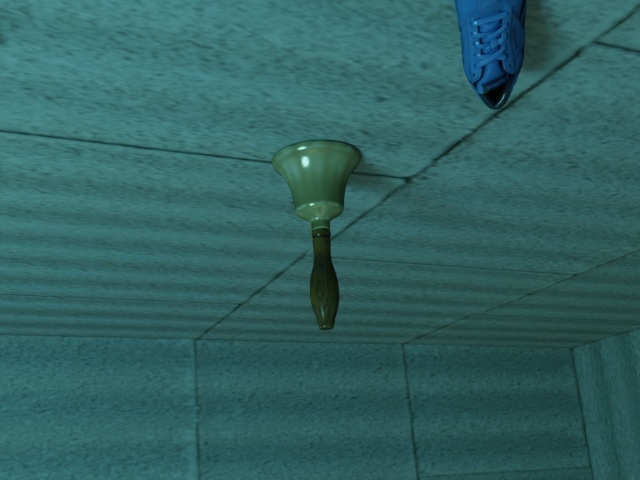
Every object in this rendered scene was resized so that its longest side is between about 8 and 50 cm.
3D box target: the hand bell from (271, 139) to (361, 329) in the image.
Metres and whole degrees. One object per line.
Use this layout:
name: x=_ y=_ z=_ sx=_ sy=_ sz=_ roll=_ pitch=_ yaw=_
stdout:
hand bell: x=0.000 y=0.000 z=1.100 sx=0.126 sy=0.242 sz=0.126 roll=-3 pitch=162 yaw=-1

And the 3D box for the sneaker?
sneaker: x=0.168 y=-0.199 z=0.788 sx=0.069 sy=0.082 sz=0.209 roll=-6 pitch=161 yaw=12
